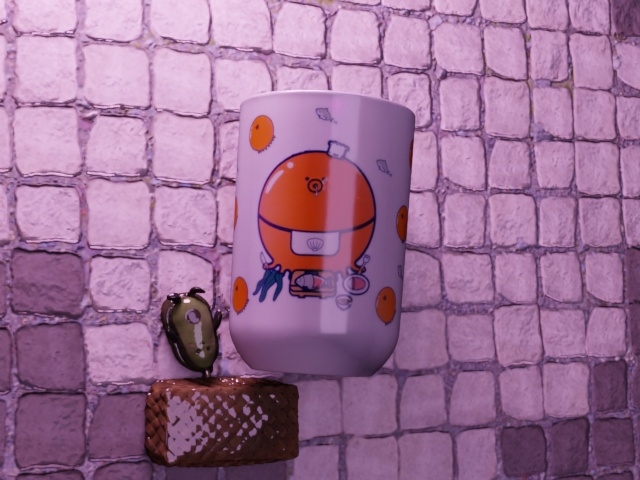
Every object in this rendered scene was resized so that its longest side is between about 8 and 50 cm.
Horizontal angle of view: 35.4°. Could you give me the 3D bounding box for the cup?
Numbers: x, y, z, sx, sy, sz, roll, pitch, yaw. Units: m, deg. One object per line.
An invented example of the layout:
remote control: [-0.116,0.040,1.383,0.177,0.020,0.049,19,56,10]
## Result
cup: [0.000,0.000,1.200,0.212,0.212,0.317,6,84,-26]

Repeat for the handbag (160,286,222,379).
handbag: [-0.151,0.112,1.202,0.072,0.047,0.111,-17,91,-26]

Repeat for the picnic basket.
picnic basket: [-0.113,0.219,1.209,0.194,0.055,0.110,3,84,-25]
